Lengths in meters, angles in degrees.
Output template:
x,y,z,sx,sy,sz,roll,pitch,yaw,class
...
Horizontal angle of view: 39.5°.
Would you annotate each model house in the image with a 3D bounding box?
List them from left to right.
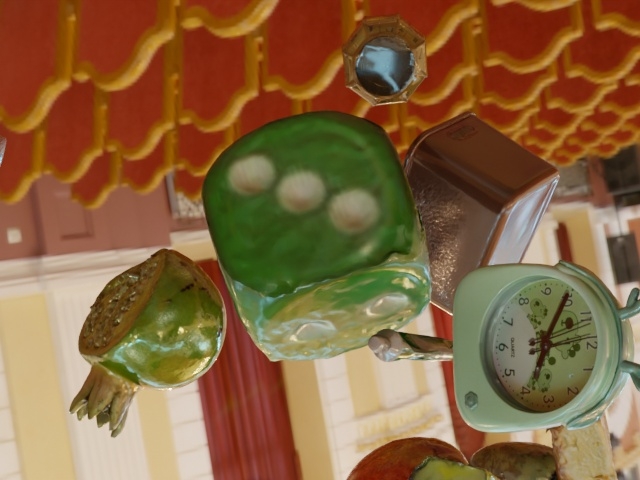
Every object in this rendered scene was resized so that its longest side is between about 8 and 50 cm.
x,y,z,sx,sy,sz,roll,pitch,yaw,class
0.246,0.487,1.515,0.170,0.194,0.211,4,159,36,model house

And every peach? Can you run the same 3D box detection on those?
x,y,z,sx,sy,sz,roll,pitch,yaw,class
0.232,0.673,2.241,0.370,0.370,0.370,-10,177,0,peach

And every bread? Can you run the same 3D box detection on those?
x,y,z,sx,sy,sz,roll,pitch,yaw,class
0.485,0.351,1.686,0.114,0.185,0.275,-15,-163,15,bread

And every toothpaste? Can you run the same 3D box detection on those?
x,y,z,sx,sy,sz,roll,pitch,yaw,class
0.148,0.159,1.316,0.078,0.047,0.248,8,177,38,toothpaste

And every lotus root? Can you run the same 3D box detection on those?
x,y,z,sx,sy,sz,roll,pitch,yaw,class
0.411,0.497,1.874,0.173,0.173,0.309,-8,175,-33,lotus root

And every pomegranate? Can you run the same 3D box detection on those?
x,y,z,sx,sy,sz,roll,pitch,yaw,class
-0.311,0.198,1.658,0.216,0.359,0.309,34,156,-30,pomegranate

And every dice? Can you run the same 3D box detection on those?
x,y,z,sx,sy,sz,roll,pitch,yaw,class
0.000,0.000,1.387,0.300,0.297,0.287,-19,147,0,dice

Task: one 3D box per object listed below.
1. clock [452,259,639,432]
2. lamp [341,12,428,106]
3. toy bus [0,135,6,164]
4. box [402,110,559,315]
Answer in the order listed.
x,y,z,sx,sy,sz,roll,pitch,yaw,class
0.218,0.099,0.820,0.066,0.159,0.211,11,166,-42,clock
0.113,-0.321,1.571,0.161,0.161,0.185,-10,-160,9,lamp
-0.590,-0.120,1.479,0.109,0.136,0.329,23,-178,-19,toy bus
0.291,-0.043,1.784,0.229,0.339,0.239,35,-140,25,box
